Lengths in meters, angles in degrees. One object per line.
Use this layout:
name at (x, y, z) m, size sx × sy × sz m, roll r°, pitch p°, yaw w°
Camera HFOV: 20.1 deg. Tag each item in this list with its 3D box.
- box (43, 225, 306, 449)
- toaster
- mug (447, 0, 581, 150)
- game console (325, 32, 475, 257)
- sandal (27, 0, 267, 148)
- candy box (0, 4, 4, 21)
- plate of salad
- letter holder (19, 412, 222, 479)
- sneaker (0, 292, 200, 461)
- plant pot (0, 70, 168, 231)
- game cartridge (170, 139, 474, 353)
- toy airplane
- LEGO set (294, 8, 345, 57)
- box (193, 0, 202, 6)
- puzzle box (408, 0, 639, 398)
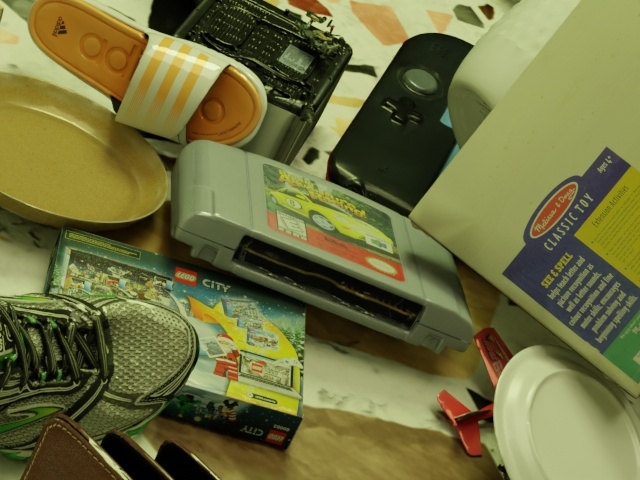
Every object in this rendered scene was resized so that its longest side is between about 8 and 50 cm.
box at (-0.128, 0.083, 1.569) m, size 0.233 × 0.044 × 0.159 m, roll 17°, pitch 36°, yaw -12°
toaster at (-0.074, -0.162, 1.856) m, size 0.168 × 0.110 × 0.185 m, roll 26°, pitch 35°, yaw 2°
mug at (0.332, -0.127, 1.810) m, size 0.328 × 0.276 × 0.374 m, roll -26°, pitch 49°, yaw -12°
game console at (0.223, -0.067, 1.964) m, size 0.386 × 0.060 × 0.342 m, roll 28°, pitch 35°, yaw 3°
sandal at (-0.183, -0.158, 1.756) m, size 0.265 × 0.102 × 0.076 m, roll 26°, pitch 21°, yaw 11°
candy box at (-0.415, -0.217, 1.766) m, size 0.109 × 0.053 × 0.187 m, roll 38°, pitch 36°, yaw 17°
plate of salad at (0.225, 0.190, 1.635) m, size 0.200 × 0.048 × 0.200 m, roll 21°, pitch 54°, yaw -31°
letter holder at (-0.073, 0.261, 1.232) m, size 0.152 × 0.214 × 0.302 m, roll -16°, pitch 52°, yaw -43°
sneaker at (-0.239, 0.101, 1.368) m, size 0.343 × 0.146 × 0.134 m, roll -7°, pitch 75°, yaw -34°
plant pot at (-0.257, -0.078, 1.685) m, size 0.236 × 0.032 × 0.236 m, roll 22°, pitch 28°, yaw -13°
game cartridge at (0.000, 0.000, 1.705) m, size 0.294 × 0.060 × 0.196 m, roll 22°, pitch 18°, yaw -15°
toy airplane at (0.167, 0.156, 1.671) m, size 0.151 × 0.028 × 0.151 m, roll 21°, pitch 46°, yaw -24°
LEGO set at (-0.001, -0.208, 1.850) m, size 0.054 × 0.023 × 0.083 m, roll 30°, pitch 22°, yaw 2°
box at (-0.106, -0.381, 2.007) m, size 0.059 × 0.232 × 0.183 m, roll -6°, pitch 46°, yaw -28°
puzzle box at (0.309, -0.094, 1.665) m, size 0.272 × 0.409 × 0.052 m, roll 39°, pitch 0°, yaw 10°
